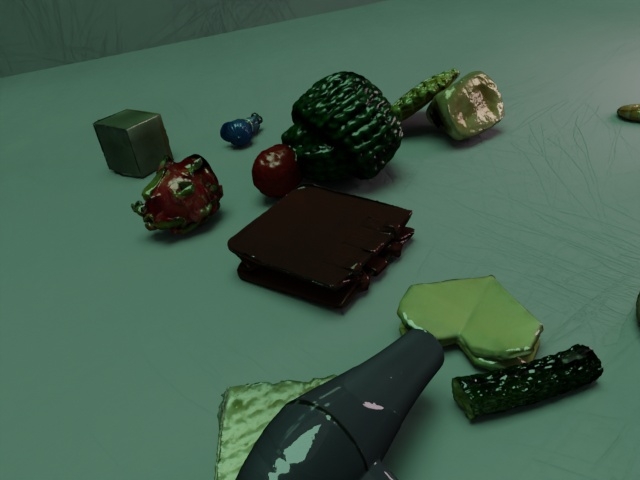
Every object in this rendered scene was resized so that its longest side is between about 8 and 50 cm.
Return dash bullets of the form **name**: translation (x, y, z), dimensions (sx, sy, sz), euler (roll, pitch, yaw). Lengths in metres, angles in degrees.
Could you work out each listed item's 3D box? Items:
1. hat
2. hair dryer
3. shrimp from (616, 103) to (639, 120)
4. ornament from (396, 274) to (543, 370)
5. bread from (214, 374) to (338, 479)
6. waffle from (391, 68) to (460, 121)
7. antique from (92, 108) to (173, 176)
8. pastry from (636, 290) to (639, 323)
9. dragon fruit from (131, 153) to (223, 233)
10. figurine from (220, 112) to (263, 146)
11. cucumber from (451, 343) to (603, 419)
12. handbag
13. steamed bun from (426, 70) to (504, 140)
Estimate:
- **hat**: translation (0.000, -0.204, 1.270), dimensions (0.332, 0.242, 0.274), euler (-41, 14, -4)
- **hair dryer**: translation (0.125, 0.262, 0.575), dimensions (0.361, 0.121, 0.301), euler (35, 45, 26)
- **shrimp**: translation (0.781, -0.299, 1.313), dimensions (0.163, 0.045, 0.095), euler (12, 19, 39)
- **ornament**: translation (0.230, 0.107, 0.841), dimensions (0.201, 0.059, 0.180), euler (14, 40, 29)
- **bread**: translation (-0.068, 0.247, 0.694), dimensions (0.173, 0.064, 0.232), euler (28, 50, 28)
- **waffle**: translation (0.249, -0.366, 1.461), dimensions (0.214, 0.054, 0.208), euler (-38, 2, -40)
- **antique**: translation (-0.507, -0.272, 1.548), dimensions (0.152, 0.146, 0.148), euler (16, 40, 33)
- **pastry**: translation (0.515, 0.084, 0.758), dimensions (0.166, 0.088, 0.165), euler (-8, 30, 5)
- **dragon fruit**: translation (-0.311, -0.096, 1.219), dimensions (0.166, 0.160, 0.172), euler (44, 55, 2)
- **figurine**: translation (-0.217, -0.315, 1.603), dimensions (0.087, 0.086, 0.149), euler (42, 34, 3)
- **cucumber**: translation (0.265, 0.179, 0.720), dimensions (0.187, 0.058, 0.058), euler (-13, 33, -6)
- **handbag**: translation (0.000, 0.001, 1.040), dimensions (0.276, 0.084, 0.260), euler (15, 41, 34)
- **steamed bun**: translation (0.338, -0.325, 1.392), dimensions (0.172, 0.140, 0.155), euler (-30, 15, -19)
